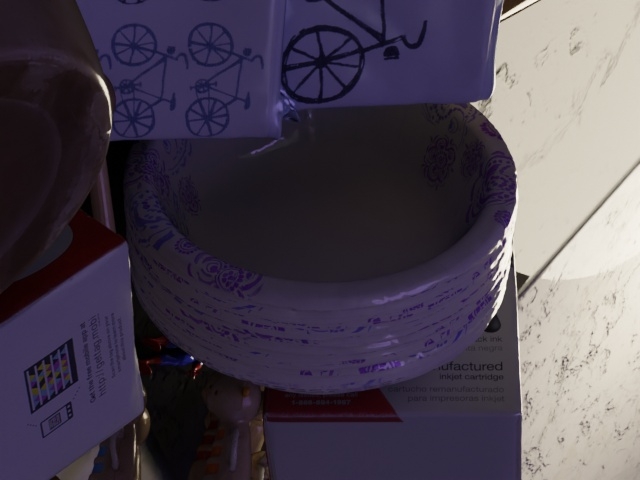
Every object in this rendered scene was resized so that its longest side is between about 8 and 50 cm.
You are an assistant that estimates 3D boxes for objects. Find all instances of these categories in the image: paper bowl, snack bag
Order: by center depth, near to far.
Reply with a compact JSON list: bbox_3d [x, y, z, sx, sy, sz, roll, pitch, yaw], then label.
[{"bbox_3d":[-0.023,-0.201,1.121,0.342,0.037,0.323,-3,129,-12],"label":"snack bag"},{"bbox_3d":[0.000,0.000,1.276,0.284,0.284,0.148,-35,142,-34],"label":"paper bowl"}]

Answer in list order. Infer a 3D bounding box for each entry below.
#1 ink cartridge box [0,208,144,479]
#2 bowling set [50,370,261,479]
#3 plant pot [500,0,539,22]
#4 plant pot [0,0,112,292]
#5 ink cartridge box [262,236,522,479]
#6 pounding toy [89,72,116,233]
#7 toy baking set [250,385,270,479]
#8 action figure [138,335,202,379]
[{"bbox_3d":[-0.292,0.039,0.860,0.272,0.309,0.130,-36,144,-33],"label":"ink cartridge box"},{"bbox_3d":[-0.146,0.165,1.369,0.287,0.200,0.154,117,-18,-71],"label":"bowling set"},{"bbox_3d":[0.078,-0.239,1.266,0.254,0.237,0.237,-41,150,3],"label":"plant pot"},{"bbox_3d":[-0.240,-0.104,0.725,0.323,0.280,0.323,-36,159,-16],"label":"plant pot"},{"bbox_3d":[0.061,0.066,1.401,0.114,0.197,0.273,85,6,-46],"label":"ink cartridge box"},{"bbox_3d":[-0.194,0.020,1.087,0.155,0.154,0.269,28,96,-17],"label":"pounding toy"},{"bbox_3d":[-0.057,0.215,1.533,0.030,0.197,0.256,15,107,-14],"label":"toy baking set"},{"bbox_3d":[-0.108,0.094,1.467,0.115,0.030,0.038,-7,118,-56],"label":"action figure"}]
